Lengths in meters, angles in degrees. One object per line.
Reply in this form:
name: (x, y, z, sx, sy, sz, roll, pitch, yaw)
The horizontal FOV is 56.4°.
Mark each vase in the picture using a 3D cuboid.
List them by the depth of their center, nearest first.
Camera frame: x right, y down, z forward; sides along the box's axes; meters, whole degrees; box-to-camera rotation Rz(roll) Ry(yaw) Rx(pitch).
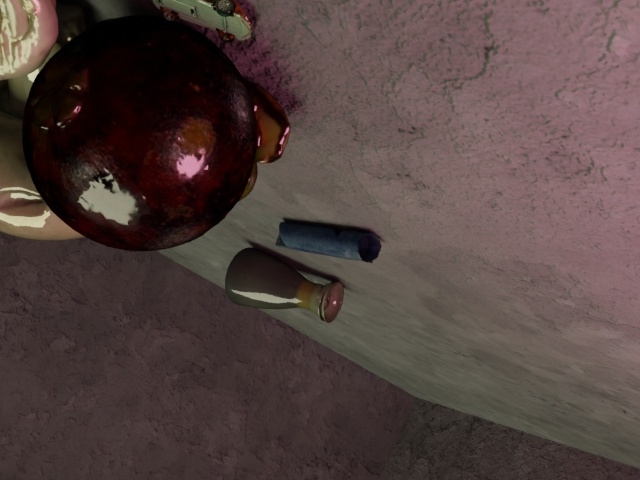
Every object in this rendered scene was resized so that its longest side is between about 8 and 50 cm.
vase: (-0.100, 0.135, 1.703, 0.321, 0.173, 0.173, 14, 161, 28)

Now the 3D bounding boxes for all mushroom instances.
mushroom: (-0.445, -0.177, 0.942, 0.325, 0.353, 0.353, 3, 156, 23)

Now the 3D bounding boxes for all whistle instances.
whistle: (0.000, 0.000, 1.233, 0.062, 0.062, 0.304, 38, 163, -34)

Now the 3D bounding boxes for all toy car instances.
toy car: (-0.129, -0.254, 0.644, 0.121, 0.035, 0.059, 19, 166, -1)

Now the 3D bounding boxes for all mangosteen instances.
mangosteen: (-0.210, -0.129, 0.752, 0.311, 0.311, 0.311, 26, 166, 7)

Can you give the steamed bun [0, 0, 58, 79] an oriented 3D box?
steamed bun: (-0.403, -0.314, 0.637, 0.280, 0.207, 0.268, -14, 136, 19)
